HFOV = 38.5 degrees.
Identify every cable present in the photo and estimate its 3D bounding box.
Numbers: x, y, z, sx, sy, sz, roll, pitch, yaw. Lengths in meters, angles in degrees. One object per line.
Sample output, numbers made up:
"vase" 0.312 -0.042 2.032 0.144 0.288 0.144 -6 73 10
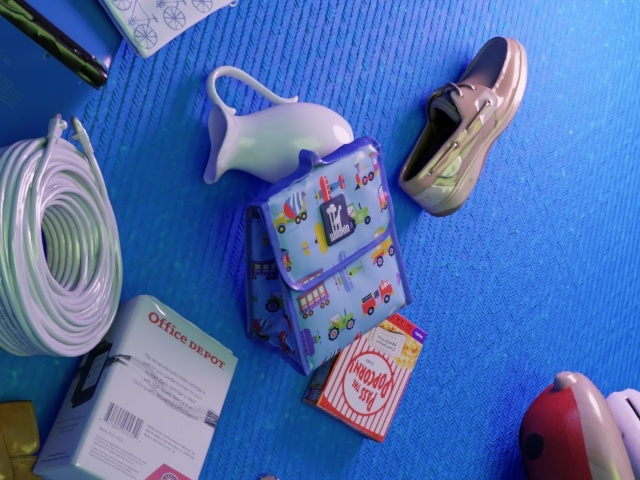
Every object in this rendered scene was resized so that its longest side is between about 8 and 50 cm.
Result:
"cable" -0.321 0.009 1.067 0.257 0.089 0.257 -75 155 -55

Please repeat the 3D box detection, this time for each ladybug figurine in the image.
"ladybug figurine" 0.453 0.445 1.589 0.161 0.305 0.450 -15 94 5

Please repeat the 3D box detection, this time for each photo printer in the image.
"photo printer" 0.598 0.440 1.655 0.107 0.256 0.308 -16 118 4

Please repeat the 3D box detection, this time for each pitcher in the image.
"pitcher" -0.064 -0.162 1.315 0.207 0.125 0.178 1 77 -23

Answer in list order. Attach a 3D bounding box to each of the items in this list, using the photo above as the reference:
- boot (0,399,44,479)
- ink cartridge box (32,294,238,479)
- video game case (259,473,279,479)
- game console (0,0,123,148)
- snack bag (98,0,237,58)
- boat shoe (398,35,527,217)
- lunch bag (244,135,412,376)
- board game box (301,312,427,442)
"boot" -0.436 0.323 1.064 0.220 0.109 0.284 0 82 -39
"ink cartridge box" -0.226 0.215 1.159 0.172 0.100 0.237 40 49 -30
"video game case" -0.092 0.495 1.325 0.210 0.041 0.232 -37 110 -28
"game console" -0.408 -0.278 1.124 0.293 0.173 0.250 39 100 -28
"snack bag" -0.209 -0.452 1.223 0.342 0.037 0.323 -42 106 -34
"boat shoe" 0.237 -0.209 1.515 0.110 0.121 0.341 35 72 -30
"lunch bag" 0.000 0.000 1.281 0.221 0.138 0.293 -31 130 -31
"board game box" 0.072 0.199 1.441 0.146 0.045 0.194 35 71 -30
